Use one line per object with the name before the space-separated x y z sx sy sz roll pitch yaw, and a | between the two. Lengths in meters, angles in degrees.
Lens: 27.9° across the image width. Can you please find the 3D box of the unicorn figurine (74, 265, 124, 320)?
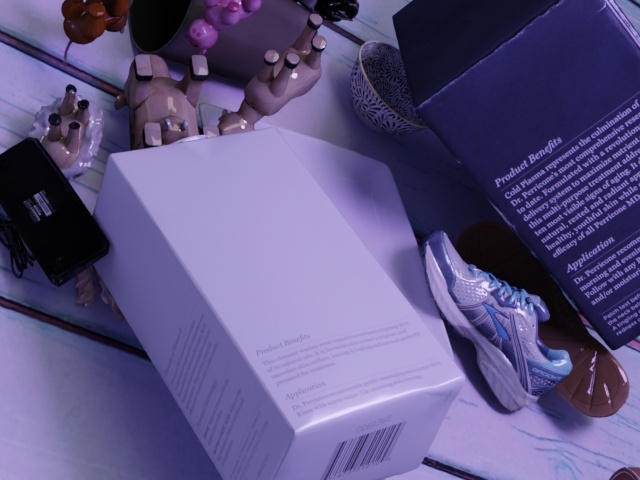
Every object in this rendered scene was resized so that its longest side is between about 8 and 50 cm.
unicorn figurine | -0.198 0.035 1.442 0.162 0.060 0.111 12 44 -37

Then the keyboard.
keyboard | -0.303 -0.022 1.379 0.192 0.100 0.038 51 -13 33

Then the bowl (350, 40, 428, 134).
bowl | 0.101 -0.220 2.001 0.170 0.080 0.170 29 39 -27

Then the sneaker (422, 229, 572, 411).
sneaker | 0.244 0.091 1.771 0.283 0.122 0.110 55 19 -12

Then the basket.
basket | -0.127 -0.302 1.779 0.227 0.154 0.204 22 49 -38

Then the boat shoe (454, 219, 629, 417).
boat shoe | 0.315 0.122 1.887 0.341 0.122 0.110 55 0 16

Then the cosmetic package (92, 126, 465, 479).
cosmetic package | -0.059 0.069 1.318 0.217 0.156 0.385 -11 50 -33

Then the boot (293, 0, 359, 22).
boot | -0.034 -0.402 1.955 0.229 0.091 0.263 38 22 14

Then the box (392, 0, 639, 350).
box | 0.369 -0.180 1.895 0.472 0.297 0.480 50 15 -19

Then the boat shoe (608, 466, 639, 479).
boat shoe | 0.424 0.420 1.689 0.116 0.123 0.324 19 32 -17

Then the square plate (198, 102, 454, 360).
square plate | 0.000 0.000 1.703 0.344 0.049 0.347 15 46 -39

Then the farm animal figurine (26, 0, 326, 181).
farm animal figurine | -0.169 -0.169 1.571 0.330 0.172 0.326 14 58 -10
